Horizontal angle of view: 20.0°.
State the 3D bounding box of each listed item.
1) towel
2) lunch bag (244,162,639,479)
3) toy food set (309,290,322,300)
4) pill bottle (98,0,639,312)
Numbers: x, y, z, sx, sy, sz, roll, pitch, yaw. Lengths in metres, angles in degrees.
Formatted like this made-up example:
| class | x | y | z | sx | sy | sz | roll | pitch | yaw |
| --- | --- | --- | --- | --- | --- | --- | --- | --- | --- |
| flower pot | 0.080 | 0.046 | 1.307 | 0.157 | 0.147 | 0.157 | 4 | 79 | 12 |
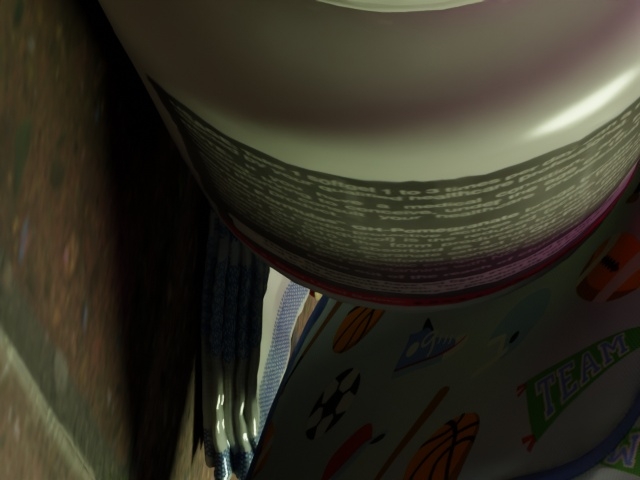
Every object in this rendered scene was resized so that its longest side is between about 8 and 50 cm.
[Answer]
| class | x | y | z | sx | sy | sz | roll | pitch | yaw |
| --- | --- | --- | --- | --- | --- | --- | --- | --- | --- |
| towel | -0.023 | -0.052 | 0.862 | 0.209 | 0.034 | 0.285 | -77 | 172 | -57 |
| lunch bag | 0.092 | 0.054 | 0.738 | 0.303 | 0.115 | 0.243 | -31 | -152 | 48 |
| toy food set | 0.000 | 0.000 | 1.260 | 0.082 | 0.020 | 0.083 | 76 | 22 | -76 |
| pill bottle | 0.024 | -0.089 | 0.515 | 0.318 | 0.176 | 0.176 | 74 | 24 | -78 |
